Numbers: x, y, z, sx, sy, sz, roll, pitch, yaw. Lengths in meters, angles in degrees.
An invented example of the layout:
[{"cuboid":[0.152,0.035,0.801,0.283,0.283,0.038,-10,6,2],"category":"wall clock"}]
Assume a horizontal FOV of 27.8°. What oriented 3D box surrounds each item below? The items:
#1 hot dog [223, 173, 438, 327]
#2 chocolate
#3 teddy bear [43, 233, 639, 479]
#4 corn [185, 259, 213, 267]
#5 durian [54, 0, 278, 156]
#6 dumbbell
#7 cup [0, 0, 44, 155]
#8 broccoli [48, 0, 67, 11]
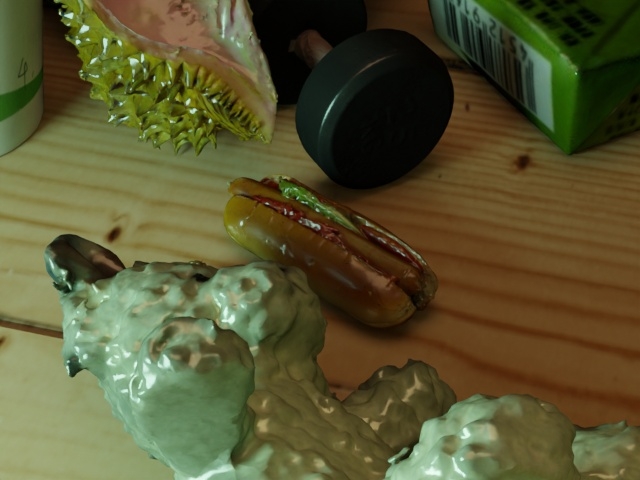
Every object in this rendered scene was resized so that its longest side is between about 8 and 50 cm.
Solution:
[{"cuboid":[0.000,0.000,1.151,0.235,0.062,0.092,29,53,29],"category":"hot dog"},{"cuboid":[0.293,-0.244,1.366,0.288,0.137,0.301,-20,47,-20],"category":"chocolate"},{"cuboid":[-0.009,0.077,0.890,0.327,0.375,0.362,19,46,-46],"category":"teddy bear"},{"cuboid":[-0.130,0.040,1.130,0.083,0.028,0.027,-22,26,-23],"category":"corn"},{"cuboid":[-0.176,-0.199,1.250,0.185,0.305,0.195,-30,5,-34],"category":"durian"},{"cuboid":[0.013,-0.168,1.267,0.152,0.153,0.218,-21,46,-21],"category":"dumbbell"},{"cuboid":[-0.374,-0.231,1.250,0.253,0.274,0.253,1,43,-1],"category":"cup"},{"cuboid":[-0.220,-0.382,1.438,0.281,0.293,0.347,-38,16,-29],"category":"broccoli"}]
